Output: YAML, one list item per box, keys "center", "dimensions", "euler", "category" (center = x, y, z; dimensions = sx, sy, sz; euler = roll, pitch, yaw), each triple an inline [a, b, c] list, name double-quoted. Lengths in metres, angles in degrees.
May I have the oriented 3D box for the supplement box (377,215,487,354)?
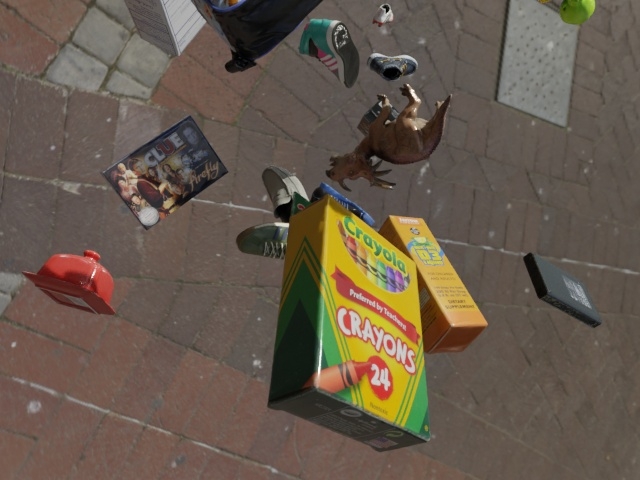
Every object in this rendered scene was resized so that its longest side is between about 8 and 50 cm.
- center: [0.165, 0.064, 0.820]
  dimensions: [0.078, 0.233, 0.080]
  euler: [3, 132, -28]
  category: "supplement box"

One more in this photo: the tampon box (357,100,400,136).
- center: [0.218, -0.422, 1.852]
  dimensions: [0.101, 0.161, 0.120]
  euler: [-43, 91, -6]
  category: "tampon box"

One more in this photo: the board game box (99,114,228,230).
- center: [-0.364, -0.161, 1.212]
  dimensions: [0.243, 0.042, 0.165]
  euler: [-40, 114, -18]
  category: "board game box"

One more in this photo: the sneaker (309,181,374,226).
- center: [0.071, -0.101, 1.751]
  dimensions: [0.232, 0.081, 0.090]
  euler: [35, 91, 9]
  category: "sneaker"

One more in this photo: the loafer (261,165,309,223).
- center: [-0.098, -0.113, 1.565]
  dimensions: [0.112, 0.319, 0.112]
  euler: [-10, 141, -42]
  category: "loafer"

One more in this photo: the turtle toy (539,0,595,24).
- center: [0.337, -0.358, 0.692]
  dimensions: [0.130, 0.095, 0.066]
  euler: [70, 24, -14]
  category: "turtle toy"

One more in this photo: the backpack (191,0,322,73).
- center: [-0.109, -0.433, 0.756]
  dimensions: [0.277, 0.263, 0.213]
  euler: [-38, 144, -4]
  category: "backpack"

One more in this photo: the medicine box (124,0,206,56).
- center: [-0.412, -0.724, 1.426]
  dimensions: [0.149, 0.289, 0.263]
  euler: [28, 71, 9]
  category: "medicine box"

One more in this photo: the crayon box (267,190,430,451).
- center: [0.044, 0.083, 0.669]
  dimensions: [0.202, 0.081, 0.318]
  euler: [34, 42, -33]
  category: "crayon box"

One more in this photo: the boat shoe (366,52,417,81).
- center: [0.228, -0.502, 1.511]
  dimensions: [0.184, 0.083, 0.065]
  euler: [-7, 137, -32]
  category: "boat shoe"

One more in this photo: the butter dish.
- center: [-0.504, 0.076, 1.078]
  dimensions: [0.160, 0.160, 0.118]
  euler: [15, 63, 6]
  category: "butter dish"

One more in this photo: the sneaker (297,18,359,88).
- center: [0.018, -0.638, 1.735]
  dimensions: [0.123, 0.179, 0.295]
  euler: [-59, 155, -11]
  category: "sneaker"

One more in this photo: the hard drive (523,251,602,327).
- center: [0.403, 0.082, 0.854]
  dimensions: [0.135, 0.022, 0.094]
  euler: [27, 38, -22]
  category: "hard drive"

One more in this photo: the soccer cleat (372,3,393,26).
- center: [0.120, -0.421, 0.948]
  dimensions: [0.029, 0.035, 0.083]
  euler: [33, 40, 6]
  category: "soccer cleat"

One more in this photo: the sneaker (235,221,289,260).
- center: [-0.069, 0.010, 1.045]
  dimensions: [0.192, 0.086, 0.064]
  euler: [-6, 127, -24]
  category: "sneaker"

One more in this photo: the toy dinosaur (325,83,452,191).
- center: [0.167, -0.200, 1.077]
  dimensions: [0.127, 0.296, 0.200]
  euler: [24, 69, -39]
  category: "toy dinosaur"
